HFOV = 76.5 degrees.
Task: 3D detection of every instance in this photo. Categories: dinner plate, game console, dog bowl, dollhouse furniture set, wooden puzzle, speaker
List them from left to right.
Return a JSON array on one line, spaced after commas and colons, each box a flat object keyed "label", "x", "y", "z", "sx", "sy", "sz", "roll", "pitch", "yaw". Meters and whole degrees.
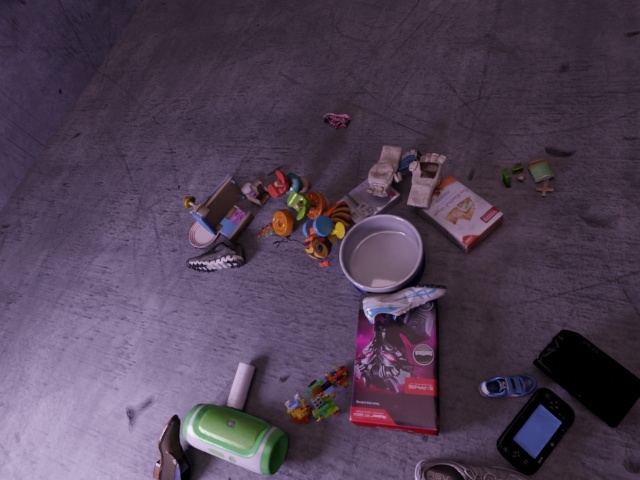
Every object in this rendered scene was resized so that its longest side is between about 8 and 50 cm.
[{"label": "dinner plate", "x": -0.468, "y": -0.034, "z": 1.649, "sx": 0.141, "sy": 0.017, "sz": 0.141, "roll": -9, "pitch": 59, "yaw": 16}, {"label": "dollhouse furniture set", "x": -0.374, "y": -0.179, "z": 1.505, "sx": 0.198, "sy": 0.303, "sz": 0.286, "roll": 31, "pitch": 76, "yaw": 18}, {"label": "speaker", "x": -0.248, "y": 0.569, "z": 1.176, "sx": 0.296, "sy": 0.131, "sz": 0.131, "roll": 8, "pitch": 66, "yaw": 23}, {"label": "speaker", "x": -0.250, "y": 0.457, "z": 1.279, "sx": 0.055, "sy": 0.055, "sz": 0.136, "roll": 4, "pitch": 64, "yaw": 22}, {"label": "wooden puzzle", "x": -0.204, "y": -0.034, "z": 1.560, "sx": 0.083, "sy": 0.006, "sz": 0.049, "roll": -34, "pitch": 57, "yaw": 0}, {"label": "dog bowl", "x": 0.200, "y": 0.052, "z": 1.307, "sx": 0.265, "sy": 0.104, "sz": 0.265, "roll": -8, "pitch": 61, "yaw": 15}, {"label": "dollhouse furniture set", "x": 0.668, "y": -0.226, "z": 1.309, "sx": 0.151, "sy": 0.058, "sz": 0.076, "roll": -17, "pitch": 53, "yaw": 15}, {"label": "game console", "x": 0.584, "y": 0.409, "z": 0.985, "sx": 0.213, "sy": 0.044, "sz": 0.361, "roll": 41, "pitch": 81, "yaw": 21}]

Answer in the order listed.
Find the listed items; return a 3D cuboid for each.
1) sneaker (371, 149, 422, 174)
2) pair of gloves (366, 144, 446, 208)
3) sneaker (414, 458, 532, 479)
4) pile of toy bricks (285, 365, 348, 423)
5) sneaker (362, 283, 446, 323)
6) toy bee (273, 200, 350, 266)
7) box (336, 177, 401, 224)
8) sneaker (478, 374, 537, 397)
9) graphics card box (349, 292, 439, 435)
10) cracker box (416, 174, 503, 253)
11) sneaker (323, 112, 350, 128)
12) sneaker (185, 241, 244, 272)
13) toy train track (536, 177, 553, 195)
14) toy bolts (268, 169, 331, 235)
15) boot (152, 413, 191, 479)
[{"label": "sneaker", "x": 0.273, "y": -0.252, "z": 1.458, "sx": 0.190, "sy": 0.083, "sz": 0.071, "roll": -18, "pitch": 66, "yaw": 7}, {"label": "pair of gloves", "x": 0.283, "y": -0.224, "z": 1.373, "sx": 0.240, "sy": 0.042, "sz": 0.204, "roll": 20, "pitch": 75, "yaw": 24}, {"label": "sneaker", "x": 0.360, "y": 0.582, "z": 0.952, "sx": 0.281, "sy": 0.115, "sz": 0.105, "roll": -3, "pitch": 62, "yaw": 19}, {"label": "pile of toy bricks", "x": 0.011, "y": 0.461, "z": 1.166, "sx": 0.212, "sy": 0.118, "sz": 0.105, "roll": -34, "pitch": 89, "yaw": -11}, {"label": "sneaker", "x": 0.239, "y": 0.175, "z": 1.141, "sx": 0.237, "sy": 0.085, "sz": 0.086, "roll": -16, "pitch": 82, "yaw": 7}, {"label": "toy bee", "x": 0.000, "y": 0.000, "z": 1.384, "sx": 0.298, "sy": 0.195, "sz": 0.162, "roll": -31, "pitch": 99, "yaw": -9}, {"label": "box", "x": 0.173, "y": -0.141, "z": 1.462, "sx": 0.186, "sy": 0.038, "sz": 0.145, "roll": -39, "pitch": 57, "yaw": -3}, {"label": "sneaker", "x": 0.487, "y": 0.378, "z": 1.051, "sx": 0.144, "sy": 0.059, "sz": 0.053, "roll": -14, "pitch": 58, "yaw": 10}, {"label": "graphics card box", "x": 0.217, "y": 0.335, "z": 1.153, "sx": 0.232, "sy": 0.094, "sz": 0.371, "roll": -2, "pitch": 60, "yaw": 20}, {"label": "cracker box", "x": 0.445, "y": -0.089, "z": 1.316, "sx": 0.155, "sy": 0.067, "sz": 0.232, "roll": -41, "pitch": 58, "yaw": -4}, {"label": "sneaker", "x": 0.062, "y": -0.496, "z": 1.696, "sx": 0.119, "sy": 0.047, "sz": 0.057, "roll": 9, "pitch": 77, "yaw": 25}, {"label": "sneaker", "x": -0.394, "y": 0.058, "z": 1.540, "sx": 0.234, "sy": 0.078, "sz": 0.106, "roll": -7, "pitch": 58, "yaw": 12}, {"label": "toy train track", "x": 0.718, "y": -0.173, "z": 1.296, "sx": 0.048, "sy": 0.014, "sz": 0.083, "roll": 9, "pitch": 60, "yaw": 32}, {"label": "toy bolts", "x": -0.086, "y": -0.144, "z": 1.532, "sx": 0.218, "sy": 0.158, "sz": 0.228, "roll": -50, "pitch": 59, "yaw": 38}, {"label": "boot", "x": -0.422, "y": 0.630, "z": 1.207, "sx": 0.106, "sy": 0.082, "sz": 0.219, "roll": 18, "pitch": 103, "yaw": 18}]
